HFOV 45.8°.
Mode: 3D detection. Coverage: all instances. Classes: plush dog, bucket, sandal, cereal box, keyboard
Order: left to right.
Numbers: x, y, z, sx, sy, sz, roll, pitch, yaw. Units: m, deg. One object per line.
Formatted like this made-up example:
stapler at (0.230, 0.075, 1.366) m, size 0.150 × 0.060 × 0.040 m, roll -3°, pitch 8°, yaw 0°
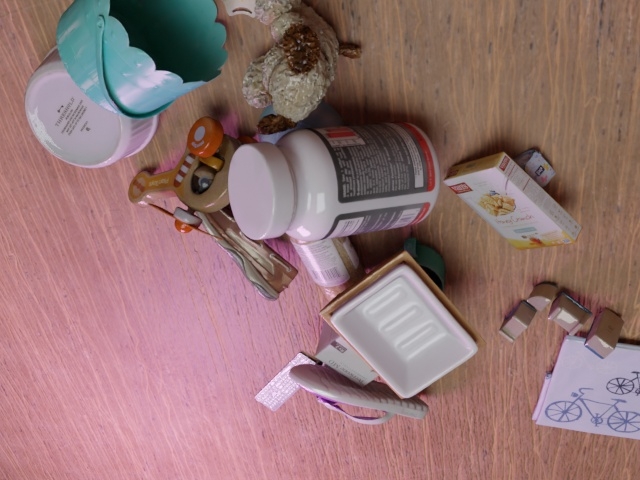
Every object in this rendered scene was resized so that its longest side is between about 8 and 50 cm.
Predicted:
bucket at (-0.328, -0.369, 1.387) m, size 0.183 × 0.281 × 0.281 m, roll -24°, pitch 119°, yaw 35°
keyboard at (-0.093, 0.392, 2.088) m, size 0.072 × 0.014 × 0.256 m, roll 32°, pitch 128°, yaw -12°
plush dog at (-0.037, -0.307, 1.368) m, size 0.211 × 0.225 × 0.262 m, roll 13°, pitch 133°, yaw -4°
sandal at (0.101, 0.405, 1.879) m, size 0.416 × 0.169 × 0.102 m, roll 19°, pitch 95°, yaw -29°
cereal box at (0.384, -0.074, 1.527) m, size 0.240 × 0.047 × 0.173 m, roll 38°, pitch 160°, yaw -17°

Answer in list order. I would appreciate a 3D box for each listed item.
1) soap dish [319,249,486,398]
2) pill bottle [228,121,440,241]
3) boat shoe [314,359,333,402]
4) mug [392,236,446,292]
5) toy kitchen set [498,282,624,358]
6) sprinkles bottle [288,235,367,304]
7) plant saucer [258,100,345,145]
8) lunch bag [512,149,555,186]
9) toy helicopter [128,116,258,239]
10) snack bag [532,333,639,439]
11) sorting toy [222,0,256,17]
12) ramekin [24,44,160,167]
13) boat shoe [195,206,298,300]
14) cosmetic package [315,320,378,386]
soap dish at (0.175, 0.176, 1.619) m, size 0.229 × 0.118 × 0.291 m, roll -37°, pitch 110°, yaw 15°
pill bottle at (0.027, -0.110, 1.424) m, size 0.363 × 0.210 × 0.210 m, roll -9°, pitch 139°, yaw -32°
boat shoe at (0.017, 0.335, 1.981) m, size 0.070 × 0.077 × 0.219 m, roll 19°, pitch 122°, yaw -2°
mug at (0.221, 0.063, 1.694) m, size 0.130 × 0.097 × 0.157 m, roll 24°, pitch 129°, yaw -4°
toy kitchen set at (0.547, 0.199, 1.733) m, size 0.207 × 0.122 × 0.166 m, roll 39°, pitch 130°, yaw 9°
sprinkles bottle at (0.000, 0.000, 1.661) m, size 0.121 × 0.121 × 0.355 m, roll -11°, pitch 131°, yaw 21°
plant saucer at (-0.041, -0.210, 1.583) m, size 0.195 × 0.037 × 0.195 m, roll 7°, pitch 128°, yaw 9°
lunch bag at (0.417, -0.136, 1.517) m, size 0.083 × 0.053 × 0.071 m, roll -32°, pitch 119°, yaw 28°
toy helicopter at (-0.295, -0.111, 1.625) m, size 0.355 × 0.234 × 0.140 m, roll -7°, pitch 161°, yaw 40°
snack bag at (0.709, 0.359, 1.848) m, size 0.323 × 0.037 × 0.342 m, roll 7°, pitch 130°, yaw 8°
sorting toy at (-0.148, -0.450, 1.418) m, size 0.083 × 0.044 × 0.075 m, roll 3°, pitch 142°, yaw -3°
ramekin at (-0.480, -0.273, 1.567) m, size 0.273 × 0.127 × 0.272 m, roll 7°, pitch 123°, yaw 10°
boat shoe at (-0.175, -0.011, 1.739) m, size 0.116 × 0.123 × 0.324 m, roll -39°, pitch 105°, yaw -1°
cosmetic package at (0.109, 0.221, 1.812) m, size 0.151 × 0.151 × 0.184 m, roll 35°, pitch 128°, yaw -14°
